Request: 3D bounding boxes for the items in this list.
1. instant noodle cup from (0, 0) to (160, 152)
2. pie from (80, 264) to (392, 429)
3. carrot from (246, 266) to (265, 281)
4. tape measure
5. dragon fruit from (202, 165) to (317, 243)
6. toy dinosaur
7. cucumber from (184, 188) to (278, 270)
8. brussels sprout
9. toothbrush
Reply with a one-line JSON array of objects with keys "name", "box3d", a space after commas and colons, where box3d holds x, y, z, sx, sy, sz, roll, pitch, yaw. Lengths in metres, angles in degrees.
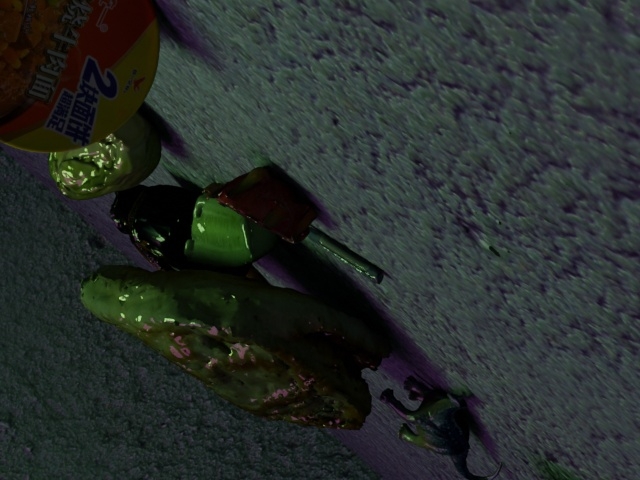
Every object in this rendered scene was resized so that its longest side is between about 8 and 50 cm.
[{"name": "instant noodle cup", "box3d": [-0.292, -0.217, 1.187, 0.174, 0.213, 0.213, 42, 172, 48]}, {"name": "pie", "box3d": [-0.123, 0.142, 1.674, 0.418, 0.180, 0.395, 25, 166, -28]}, {"name": "carrot", "box3d": [-0.122, 0.069, 2.065, 0.165, 0.035, 0.036, 47, 168, -33]}, {"name": "tape measure", "box3d": [-0.209, 0.000, 1.861, 0.202, 0.135, 0.223, 17, 156, 43]}, {"name": "dragon fruit", "box3d": [-0.064, -0.048, 1.369, 0.126, 0.068, 0.112, 28, 178, 5]}, {"name": "toy dinosaur", "box3d": [0.176, 0.275, 1.732, 0.147, 0.076, 0.363, 28, 160, 28]}, {"name": "cucumber", "box3d": [-0.122, -0.015, 1.640, 0.086, 0.115, 0.193, -1, -177, -26]}, {"name": "brussels sprout", "box3d": [-0.301, -0.134, 1.654, 0.183, 0.145, 0.131, -24, 90, 34]}, {"name": "toothbrush", "box3d": [0.000, 0.000, 1.440, 0.219, 0.016, 0.019, 32, 167, 39]}]
